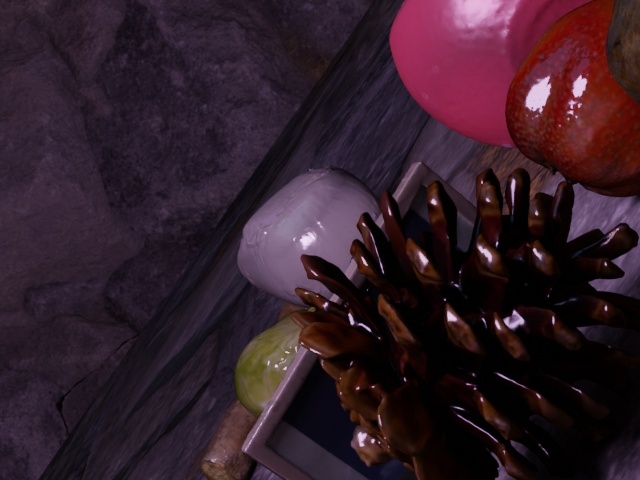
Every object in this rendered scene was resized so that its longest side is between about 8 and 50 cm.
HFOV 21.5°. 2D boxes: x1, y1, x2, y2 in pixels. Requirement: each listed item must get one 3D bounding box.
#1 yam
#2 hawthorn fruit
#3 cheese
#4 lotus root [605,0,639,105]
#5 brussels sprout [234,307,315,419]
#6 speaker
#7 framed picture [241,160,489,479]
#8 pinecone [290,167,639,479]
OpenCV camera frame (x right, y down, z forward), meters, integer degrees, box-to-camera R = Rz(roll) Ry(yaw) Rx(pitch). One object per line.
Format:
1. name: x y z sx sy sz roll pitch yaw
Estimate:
1. yam: -0.068 0.189 2.174 0.066 0.066 0.300 -42 16 54
2. hawthorn fruit: 0.253 -0.133 1.437 0.188 0.169 0.169 -58 10 8
3. cheese: 0.000 0.000 2.174 0.198 0.154 0.189 -44 12 -7
4. lotus root: 0.314 -0.163 1.224 0.275 0.160 0.152 -31 37 63
5. brussels sprout: -0.023 0.154 1.914 0.145 0.131 0.183 -35 9 -3
6. speaker: 0.207 -0.226 1.628 0.294 0.294 0.294 -53 11 15
7. framed picture: 0.079 0.104 1.386 0.019 0.209 0.281 7 64 60
8. pinecone: 0.122 0.066 1.237 0.264 0.264 0.264 -53 11 15
